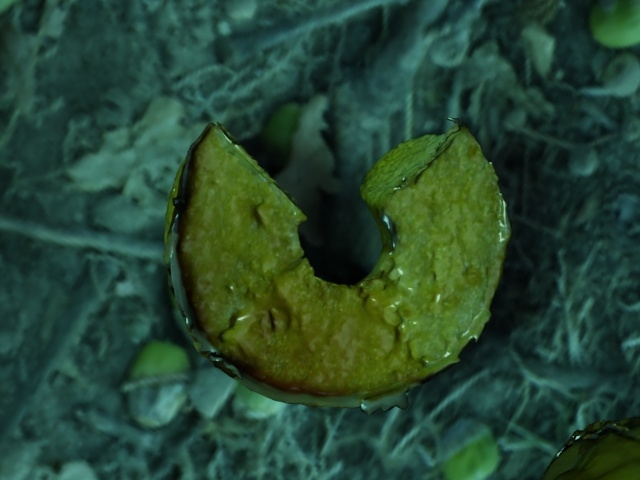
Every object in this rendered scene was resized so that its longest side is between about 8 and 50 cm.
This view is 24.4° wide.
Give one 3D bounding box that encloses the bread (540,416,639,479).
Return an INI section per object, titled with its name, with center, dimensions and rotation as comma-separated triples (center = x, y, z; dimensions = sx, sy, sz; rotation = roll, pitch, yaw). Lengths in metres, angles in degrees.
[bread]
center = 0.169, 0.196, 0.672
dimensions = 0.167, 0.324, 0.277
rotation = 37, 82, -21

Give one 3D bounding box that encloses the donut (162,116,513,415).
[donut]
center = 0.002, 0.011, 0.735
dimensions = 0.181, 0.078, 0.146
rotation = -3, 97, -24
